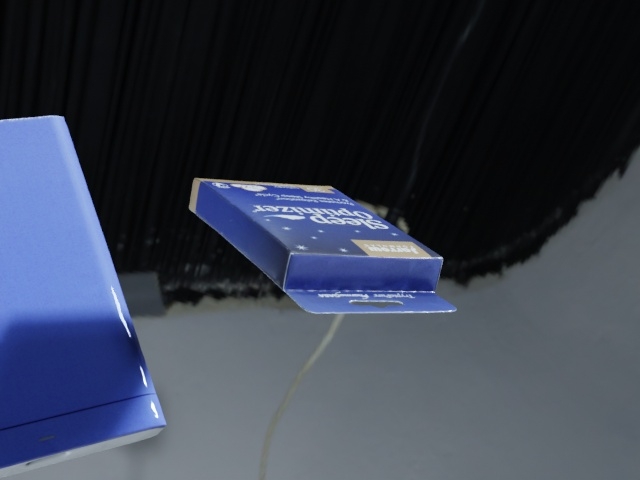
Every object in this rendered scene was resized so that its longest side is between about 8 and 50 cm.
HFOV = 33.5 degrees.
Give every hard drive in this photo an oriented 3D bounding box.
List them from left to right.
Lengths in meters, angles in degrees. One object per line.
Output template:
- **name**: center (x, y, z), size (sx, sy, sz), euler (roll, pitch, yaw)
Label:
- **hard drive**: center (-0.283, 0.042, 0.927), size (0.210, 0.040, 0.319), euler (-10, 68, -32)

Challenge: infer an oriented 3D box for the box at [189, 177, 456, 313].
- **box**: center (0.000, 0.000, 0.847), size (0.136, 0.036, 0.225), euler (2, 20, -30)
